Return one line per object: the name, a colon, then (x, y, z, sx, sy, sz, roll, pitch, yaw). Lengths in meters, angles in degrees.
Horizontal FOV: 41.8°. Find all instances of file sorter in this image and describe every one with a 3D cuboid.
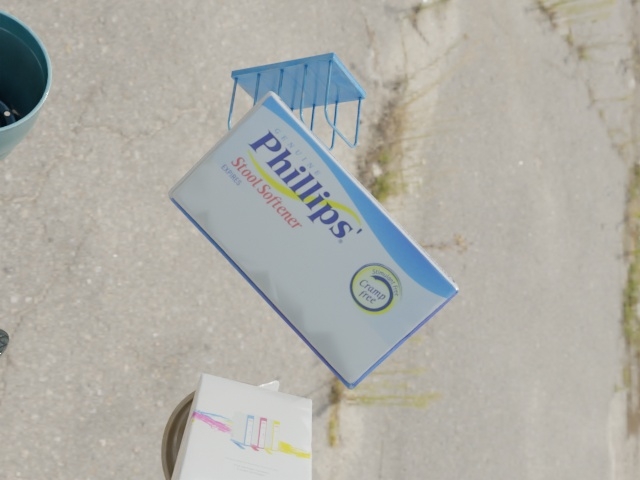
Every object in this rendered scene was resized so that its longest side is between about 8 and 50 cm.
file sorter: (-0.036, -0.191, 1.245, 0.118, 0.170, 0.104, 38, 53, -57)

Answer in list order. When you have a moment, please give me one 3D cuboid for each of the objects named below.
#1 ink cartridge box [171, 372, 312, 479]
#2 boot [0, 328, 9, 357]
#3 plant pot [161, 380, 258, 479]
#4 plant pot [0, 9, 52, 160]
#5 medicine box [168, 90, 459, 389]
ink cartridge box: (-0.060, 0.171, 0.606, 0.143, 0.090, 0.092, -92, -161, -66)
boot: (-0.613, 0.259, 1.379, 0.246, 0.083, 0.161, -55, 173, -40)
plant pot: (-0.137, 0.351, 1.411, 0.110, 0.237, 0.237, 12, 76, -73)
plant pot: (-0.676, -0.276, 1.643, 0.272, 0.255, 0.271, 8, 68, -19)
medicine box: (0.000, 0.000, 0.928, 0.263, 0.149, 0.289, 46, 3, 3)
